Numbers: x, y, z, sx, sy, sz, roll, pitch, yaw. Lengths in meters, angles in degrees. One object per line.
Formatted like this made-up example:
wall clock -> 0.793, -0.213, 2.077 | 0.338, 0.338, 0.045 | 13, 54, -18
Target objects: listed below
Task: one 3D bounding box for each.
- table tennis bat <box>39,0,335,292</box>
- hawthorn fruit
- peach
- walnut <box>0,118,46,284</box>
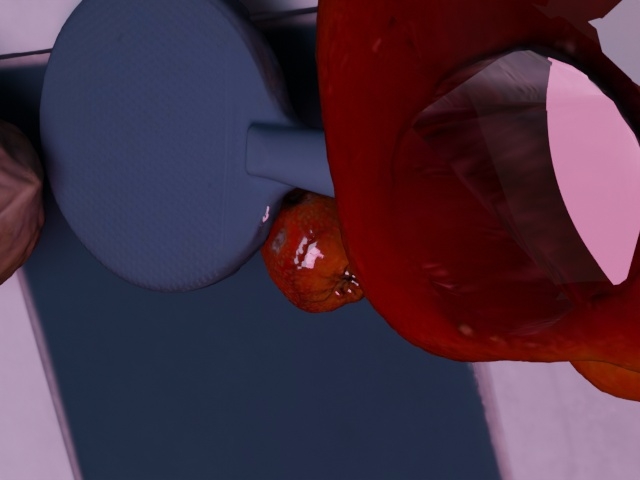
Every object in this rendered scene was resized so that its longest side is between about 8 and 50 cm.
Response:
table tennis bat -> -0.078, -0.066, 1.103 | 0.329, 0.044, 0.215 | 12, 103, 44
hawthorn fruit -> 0.000, 0.000, 1.116 | 0.093, 0.093, 0.093 | 11, 113, 26
peach -> 0.158, -0.088, 0.856 | 0.335, 0.310, 0.405 | 19, 117, 26
walnut -> -0.295, -0.031, 1.219 | 0.230, 0.178, 0.178 | -4, 106, 26
